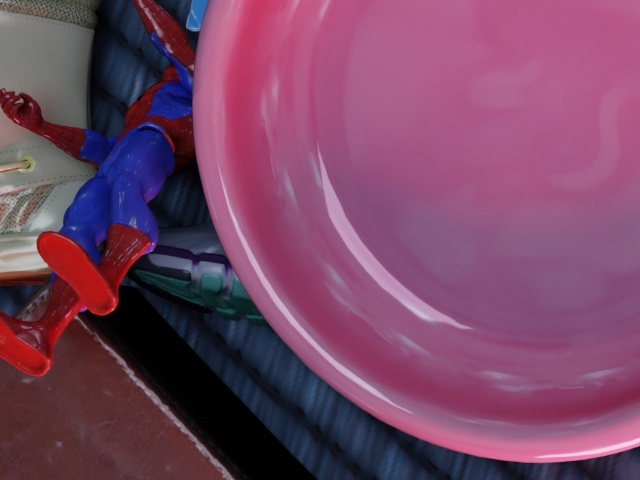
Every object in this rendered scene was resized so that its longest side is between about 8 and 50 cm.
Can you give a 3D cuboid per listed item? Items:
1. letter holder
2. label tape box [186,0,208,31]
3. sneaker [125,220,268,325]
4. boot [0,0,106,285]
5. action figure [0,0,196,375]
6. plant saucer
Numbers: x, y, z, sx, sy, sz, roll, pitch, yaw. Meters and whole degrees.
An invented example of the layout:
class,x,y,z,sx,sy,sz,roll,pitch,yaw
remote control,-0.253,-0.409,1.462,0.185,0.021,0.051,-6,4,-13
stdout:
class,x,y,z,sx,sy,sz,roll,pitch,yaw
letter holder,-0.096,0.201,0.953,0.214,0.152,0.302,-45,81,5
label tape box,0.033,-0.301,0.942,0.249,0.115,0.347,-4,71,18
sneaker,0.000,0.000,0.999,0.224,0.083,0.098,10,74,-1
boot,-0.255,-0.074,1.024,0.262,0.095,0.203,-1,86,6
action figure,-0.126,-0.060,0.918,0.091,0.280,0.139,-39,101,27
plant saucer,0.099,-0.058,0.866,0.332,0.084,0.332,6,105,23
